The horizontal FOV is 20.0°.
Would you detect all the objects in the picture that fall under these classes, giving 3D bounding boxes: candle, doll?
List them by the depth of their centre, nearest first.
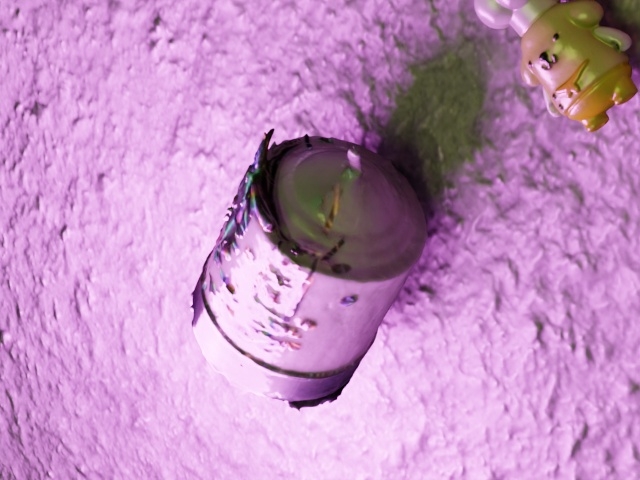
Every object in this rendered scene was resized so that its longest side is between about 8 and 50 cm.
[{"bbox_3d":[0.188,-0.165,1.470,0.162,0.062,0.106,52,136,11],"label":"doll"},{"bbox_3d":[0.000,0.000,1.678,0.187,0.187,0.330,45,138,17],"label":"candle"}]
